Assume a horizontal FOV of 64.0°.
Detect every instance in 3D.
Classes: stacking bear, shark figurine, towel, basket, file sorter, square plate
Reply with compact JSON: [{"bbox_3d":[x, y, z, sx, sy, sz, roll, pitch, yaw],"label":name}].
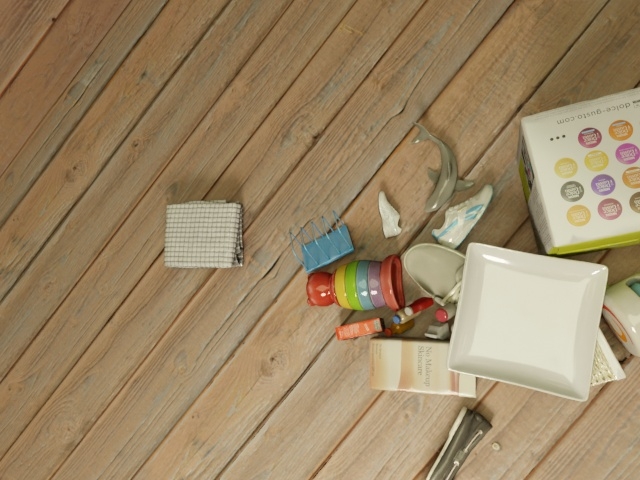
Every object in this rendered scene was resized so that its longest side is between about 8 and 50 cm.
[{"bbox_3d":[0.095,0.140,1.568,0.289,0.164,0.175,-8,76,21],"label":"stacking bear"},{"bbox_3d":[0.373,-0.240,1.562,0.166,0.116,0.278,-12,80,14],"label":"shark figurine"},{"bbox_3d":[-0.393,-0.016,1.764,0.283,0.121,0.235,-2,79,19],"label":"towel"},{"bbox_3d":[0.711,0.300,1.365,0.103,0.113,0.167,-27,74,14],"label":"basket"},{"bbox_3d":[0.000,0.000,1.618,0.170,0.104,0.118,-27,40,12],"label":"file sorter"},{"bbox_3d":[0.528,0.203,1.327,0.347,0.049,0.344,11,85,14],"label":"square plate"}]

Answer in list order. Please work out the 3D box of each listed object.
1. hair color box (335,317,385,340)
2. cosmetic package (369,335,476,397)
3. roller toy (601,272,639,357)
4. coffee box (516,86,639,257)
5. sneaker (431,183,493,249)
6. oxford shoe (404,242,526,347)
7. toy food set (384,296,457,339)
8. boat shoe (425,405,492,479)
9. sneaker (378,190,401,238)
[{"bbox_3d":[0.124,0.273,1.575,0.141,0.072,0.043,-16,76,15],"label":"hair color box"},{"bbox_3d":[0.295,0.357,1.474,0.296,0.129,0.153,-2,84,17],"label":"cosmetic package"},{"bbox_3d":[0.823,0.189,1.306,0.146,0.191,0.209,-31,73,10],"label":"roller toy"},{"bbox_3d":[0.717,-0.149,1.317,0.337,0.338,0.334,-12,78,16],"label":"coffee box"},{"bbox_3d":[0.427,-0.080,1.528,0.092,0.087,0.229,38,94,12],"label":"sneaker"},{"bbox_3d":[0.420,0.163,1.454,0.449,0.130,0.169,41,120,19],"label":"oxford shoe"},{"bbox_3d":[0.292,0.229,1.449,0.232,0.104,0.111,2,106,49],"label":"toy food set"},{"bbox_3d":[0.366,0.629,1.421,0.095,0.112,0.335,26,86,24],"label":"boat shoe"},{"bbox_3d":[0.216,-0.085,1.620,0.061,0.054,0.152,-12,84,6],"label":"sneaker"}]
